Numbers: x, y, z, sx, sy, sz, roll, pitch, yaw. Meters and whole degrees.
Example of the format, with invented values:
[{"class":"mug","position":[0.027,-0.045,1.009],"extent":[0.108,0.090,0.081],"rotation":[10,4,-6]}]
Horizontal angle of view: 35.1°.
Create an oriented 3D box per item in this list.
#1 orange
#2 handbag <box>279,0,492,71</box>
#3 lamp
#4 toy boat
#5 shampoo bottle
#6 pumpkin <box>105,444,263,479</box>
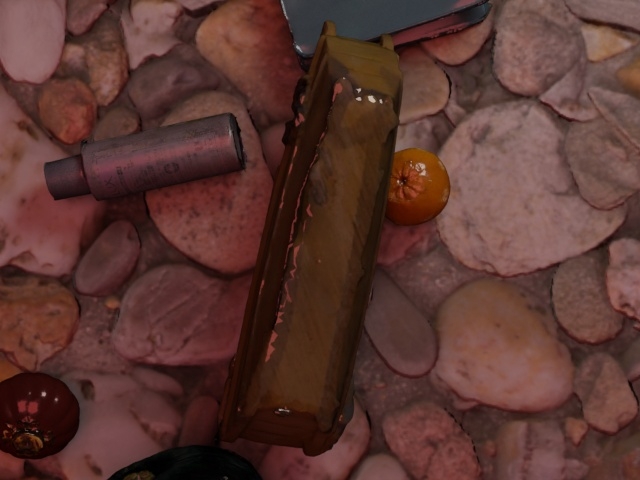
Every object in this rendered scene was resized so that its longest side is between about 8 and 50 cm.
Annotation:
[{"class":"orange","position":[0.096,-0.056,1.063],"extent":[0.083,0.070,0.083],"rotation":[-1,87,10]},{"class":"handbag","position":[0.063,-0.279,1.087],"extent":[0.221,0.057,0.144],"rotation":[-16,82,4]},{"class":"lamp","position":[-0.307,0.187,1.078],"extent":[0.101,0.090,0.101],"rotation":[-3,122,-5]},{"class":"toy boat","position":[0.000,0.000,1.028],"extent":[0.135,0.162,0.446],"rotation":[12,92,-12]},{"class":"shampoo bottle","position":[-0.190,-0.086,1.092],"extent":[0.214,0.072,0.072],"rotation":[-12,86,4]},{"class":"pumpkin","position":[-0.152,0.301,0.991],"extent":[0.233,0.233,0.163],"rotation":[-25,104,3]}]
